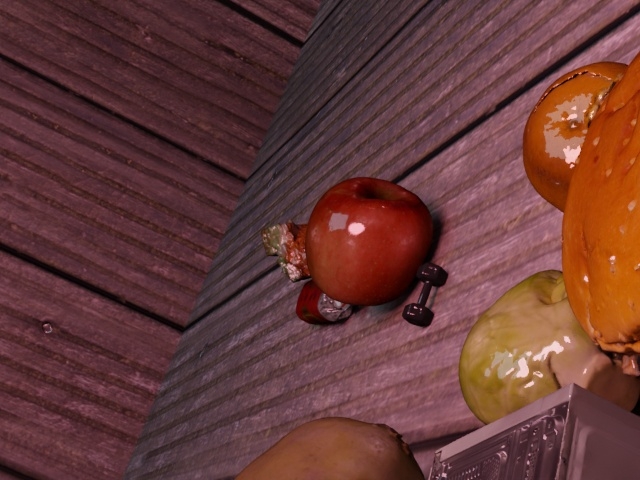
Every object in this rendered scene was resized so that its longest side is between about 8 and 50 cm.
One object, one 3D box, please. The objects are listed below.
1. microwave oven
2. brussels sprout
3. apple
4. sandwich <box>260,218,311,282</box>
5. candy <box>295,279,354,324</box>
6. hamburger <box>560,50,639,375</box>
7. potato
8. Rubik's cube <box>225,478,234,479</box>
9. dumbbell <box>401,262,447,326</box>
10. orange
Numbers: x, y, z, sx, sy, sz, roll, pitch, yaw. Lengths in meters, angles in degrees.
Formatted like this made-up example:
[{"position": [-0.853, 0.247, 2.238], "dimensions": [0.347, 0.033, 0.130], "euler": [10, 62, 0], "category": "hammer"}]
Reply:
[{"position": [0.171, 0.224, 0.900], "dimensions": [0.208, 0.122, 0.162], "euler": [-44, 23, 54], "category": "microwave oven"}, {"position": [0.198, 0.114, 1.010], "dimensions": [0.145, 0.131, 0.183], "euler": [-37, 20, 13], "category": "brussels sprout"}, {"position": [0.068, 0.002, 1.602], "dimensions": [0.181, 0.181, 0.168], "euler": [-105, 20, -70], "category": "apple"}, {"position": [0.003, -0.001, 1.931], "dimensions": [0.160, 0.109, 0.185], "euler": [-25, -4, 25], "category": "sandwich"}, {"position": [0.010, 0.095, 1.874], "dimensions": [0.086, 0.059, 0.292], "euler": [-68, 13, -13], "category": "candy"}, {"position": [0.296, -0.046, 0.846], "dimensions": [0.290, 0.170, 0.314], "euler": [175, 119, -82], "category": "hamburger"}, {"position": [-0.021, 0.335, 1.164], "dimensions": [0.326, 0.221, 0.243], "euler": [-47, -25, -31], "category": "potato"}, {"position": [-0.095, 0.432, 1.427], "dimensions": [0.284, 0.250, 0.234], "euler": [-107, 23, -71], "category": "Rubik's cube"}, {"position": [0.136, 0.071, 1.493], "dimensions": [0.083, 0.036, 0.040], "euler": [-68, 14, -18], "category": "dumbbell"}, {"position": [0.275, -0.095, 1.117], "dimensions": [0.156, 0.134, 0.157], "euler": [-6, 79, 35], "category": "orange"}]
